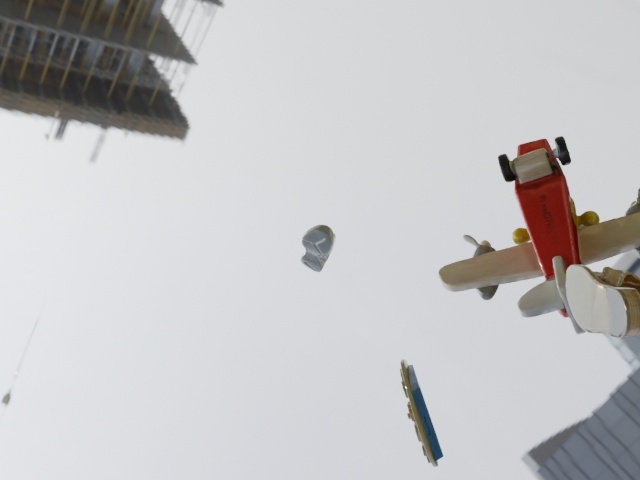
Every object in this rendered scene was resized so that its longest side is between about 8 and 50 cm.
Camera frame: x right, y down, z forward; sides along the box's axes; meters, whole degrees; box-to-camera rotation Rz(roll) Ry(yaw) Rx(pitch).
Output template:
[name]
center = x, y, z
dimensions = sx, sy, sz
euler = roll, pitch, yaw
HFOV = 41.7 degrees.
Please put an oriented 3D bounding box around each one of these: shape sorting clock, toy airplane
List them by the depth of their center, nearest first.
[shape sorting clock]
center = 0.183, 0.323, 1.578
dimensions = 0.040, 0.206, 0.206
euler = -19, -139, 3
[toy airplane]
center = 0.485, 0.014, 1.702
dimensions = 0.386, 0.384, 0.272
euler = 31, 173, 33

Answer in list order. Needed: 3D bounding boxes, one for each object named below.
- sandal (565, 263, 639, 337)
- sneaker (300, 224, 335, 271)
[sandal]
center = 0.388, 0.079, 1.078
dimensions = 0.079, 0.088, 0.240
euler = -4, -175, 0
[sneaker]
center = 0.000, 0.000, 1.461
dimensions = 0.053, 0.152, 0.061
euler = 31, -113, 5
